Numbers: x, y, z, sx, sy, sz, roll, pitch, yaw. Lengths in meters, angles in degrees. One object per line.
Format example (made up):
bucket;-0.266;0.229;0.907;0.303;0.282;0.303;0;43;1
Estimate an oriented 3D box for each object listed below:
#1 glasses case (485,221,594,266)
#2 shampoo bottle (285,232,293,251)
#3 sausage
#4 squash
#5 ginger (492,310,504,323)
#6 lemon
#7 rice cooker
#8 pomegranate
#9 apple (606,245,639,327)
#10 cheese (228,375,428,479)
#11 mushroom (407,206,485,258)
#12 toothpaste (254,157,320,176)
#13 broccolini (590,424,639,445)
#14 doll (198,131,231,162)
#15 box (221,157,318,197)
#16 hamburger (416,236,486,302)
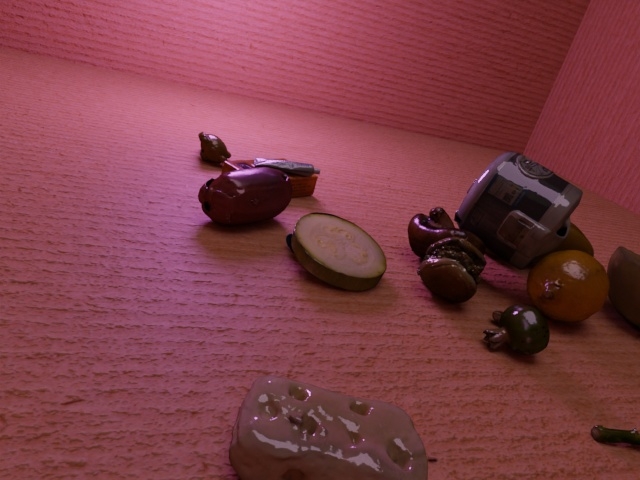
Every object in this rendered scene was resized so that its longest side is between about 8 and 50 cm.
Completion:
glasses case;0.697;-0.002;1.564;0.372;0.173;0.141;15;28;-2
shampoo bottle;0.000;0.000;1.285;0.087;0.050;0.183;36;31;32
sausage;-0.193;-0.121;1.311;0.152;0.152;0.280;32;30;32
squash;0.043;0.021;1.204;0.252;0.048;0.252;19;33;-13
ginger;0.477;0.204;1.151;0.137;0.044;0.057;26;44;26
lemon;0.640;0.116;1.257;0.257;0.188;0.188;-14;37;-39
rice cooker;0.555;-0.080;1.351;0.277;0.288;0.288;39;31;22
pomegranate;0.430;0.200;1.066;0.142;0.114;0.114;-14;28;-3
apple;0.960;0.142;1.346;0.295;0.233;0.258;-1;9;6
cheese;0.013;0.273;0.657;0.263;0.093;0.159;16;25;0
mushroom;0.347;0.011;1.361;0.194;0.138;0.231;43;-5;-29
toothpaste;-0.108;-0.241;1.577;0.218;0.041;0.064;8;31;-9
broccolini;0.603;0.355;0.880;0.216;0.058;0.067;13;27;-4
doll;-0.390;-0.326;1.735;0.137;0.097;0.209;42;0;-19
box;-0.165;-0.203;1.594;0.174;0.076;0.274;31;28;33
hamburger;0.316;0.079;1.206;0.159;0.185;0.131;37;60;-17
